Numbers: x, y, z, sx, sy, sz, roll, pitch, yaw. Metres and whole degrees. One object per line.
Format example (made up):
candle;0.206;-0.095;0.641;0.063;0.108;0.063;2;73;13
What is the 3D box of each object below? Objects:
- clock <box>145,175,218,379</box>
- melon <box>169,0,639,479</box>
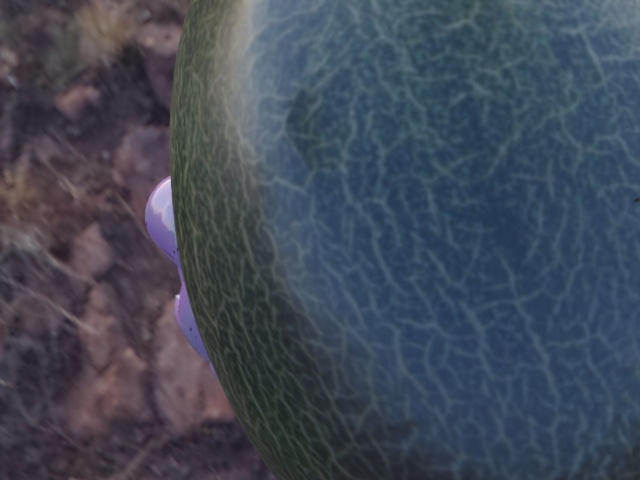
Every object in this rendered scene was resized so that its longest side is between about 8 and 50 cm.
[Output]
clock;0.000;0.000;1.346;0.227;0.248;0.090;-41;50;-9
melon;0.063;-0.009;0.737;0.237;0.237;0.301;-19;98;5
